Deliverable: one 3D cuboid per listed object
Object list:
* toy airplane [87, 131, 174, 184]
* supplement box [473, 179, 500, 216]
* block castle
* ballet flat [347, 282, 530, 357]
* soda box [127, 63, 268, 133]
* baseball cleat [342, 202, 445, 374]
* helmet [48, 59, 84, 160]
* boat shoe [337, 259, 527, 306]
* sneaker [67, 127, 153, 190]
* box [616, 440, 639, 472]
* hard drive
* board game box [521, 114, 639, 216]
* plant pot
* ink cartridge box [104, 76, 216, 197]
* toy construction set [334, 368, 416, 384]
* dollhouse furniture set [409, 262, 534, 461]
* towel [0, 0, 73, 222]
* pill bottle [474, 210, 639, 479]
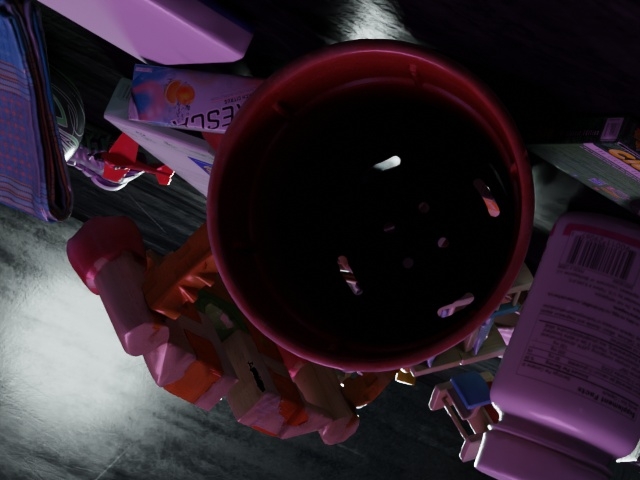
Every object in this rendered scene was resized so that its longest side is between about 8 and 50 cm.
[{"bbox_3d":[-0.281,-0.116,2.091,0.151,0.028,0.151,-2,153,-1],"label":"toy airplane"},{"bbox_3d":[0.151,-0.058,1.425,0.098,0.036,0.062,18,169,31],"label":"supplement box"},{"bbox_3d":[-0.045,0.035,1.602,0.453,0.303,0.213,32,-159,-48],"label":"block castle"},{"bbox_3d":[0.164,0.074,1.988,0.400,0.139,0.139,15,169,23],"label":"ballet flat"},{"bbox_3d":[-0.096,-0.136,1.372,0.183,0.058,0.063,7,180,16],"label":"soda box"},{"bbox_3d":[0.053,0.031,1.412,0.109,0.206,0.072,43,157,-27],"label":"baseball cleat"},{"bbox_3d":[-0.384,-0.163,1.767,0.161,0.169,0.169,39,172,3],"label":"helmet"},{"bbox_3d":[0.121,0.044,1.846,0.324,0.120,0.122,18,170,33],"label":"boat shoe"},{"bbox_3d":[-0.362,-0.156,2.124,0.098,0.083,0.223,-17,148,39],"label":"sneaker"},{"bbox_3d":[0.483,0.234,1.867,0.077,0.180,0.147,24,171,6],"label":"box"},{"bbox_3d":[-0.238,-0.252,1.237,0.318,0.040,0.210,28,170,-31],"label":"hard drive"},{"bbox_3d":[0.307,-0.037,1.180,0.259,0.030,0.136,27,173,-27],"label":"board game box"},{"bbox_3d":[0.066,-0.017,1.239,0.272,0.272,0.265,21,179,14],"label":"plant pot"},{"bbox_3d":[-0.132,-0.104,1.798,0.165,0.065,0.332,19,169,25],"label":"ink cartridge box"},{"bbox_3d":[0.105,0.178,2.323,0.257,0.237,0.309,24,171,-8],"label":"toy construction set"},{"bbox_3d":[0.185,0.120,1.517,0.128,0.129,0.184,-12,-129,-23],"label":"dollhouse furniture set"},{"bbox_3d":[-0.441,-0.178,1.659,0.370,0.272,0.040,17,-147,40],"label":"towel"},{"bbox_3d":[0.271,0.127,1.415,0.160,0.283,0.160,23,171,4],"label":"pill bottle"}]
